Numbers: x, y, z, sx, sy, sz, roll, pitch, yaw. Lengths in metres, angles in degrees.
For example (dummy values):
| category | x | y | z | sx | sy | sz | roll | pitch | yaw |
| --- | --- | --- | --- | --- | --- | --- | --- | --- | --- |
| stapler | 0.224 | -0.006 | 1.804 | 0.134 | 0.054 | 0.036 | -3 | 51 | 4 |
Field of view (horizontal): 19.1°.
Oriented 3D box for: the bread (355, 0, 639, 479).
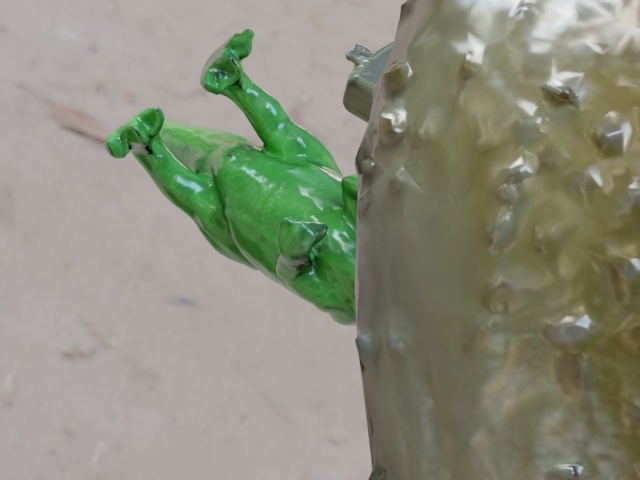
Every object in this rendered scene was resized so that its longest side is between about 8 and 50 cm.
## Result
| category | x | y | z | sx | sy | sz | roll | pitch | yaw |
| --- | --- | --- | --- | --- | --- | --- | --- | --- | --- |
| bread | 0.130 | 0.025 | 0.525 | 0.159 | 0.305 | 0.305 | -1 | 13 | 35 |

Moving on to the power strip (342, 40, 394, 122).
| category | x | y | z | sx | sy | sz | roll | pitch | yaw |
| --- | --- | --- | --- | --- | --- | --- | --- | --- | --- |
| power strip | 0.084 | -0.059 | 0.986 | 0.169 | 0.028 | 0.076 | 33 | 44 | 21 |

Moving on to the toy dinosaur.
| category | x | y | z | sx | sy | sz | roll | pitch | yaw |
| --- | --- | --- | --- | --- | --- | --- | --- | --- | --- |
| toy dinosaur | 0.000 | 0.000 | 1.582 | 0.374 | 0.144 | 0.500 | 44 | -3 | -2 |
